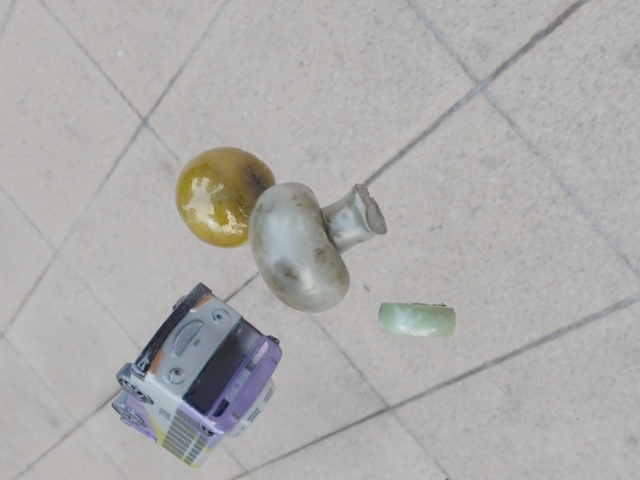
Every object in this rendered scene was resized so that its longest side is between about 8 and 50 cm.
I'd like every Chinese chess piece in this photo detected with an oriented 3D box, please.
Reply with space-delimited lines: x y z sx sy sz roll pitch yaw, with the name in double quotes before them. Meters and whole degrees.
"Chinese chess piece" 0.178 0.143 1.437 0.144 0.144 0.058 1 87 39

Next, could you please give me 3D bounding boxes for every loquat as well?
"loquat" -0.235 -0.108 1.957 0.263 0.263 0.263 22 131 27

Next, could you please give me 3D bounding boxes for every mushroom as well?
"mushroom" 0.000 0.000 1.665 0.290 0.297 0.297 -22 108 3

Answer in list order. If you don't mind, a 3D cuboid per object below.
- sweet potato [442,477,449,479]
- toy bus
"sweet potato" 0.223 0.476 1.444 0.034 0.034 0.095 25 115 24
"toy bus" -0.236 0.279 1.494 0.249 0.209 0.440 36 151 2
